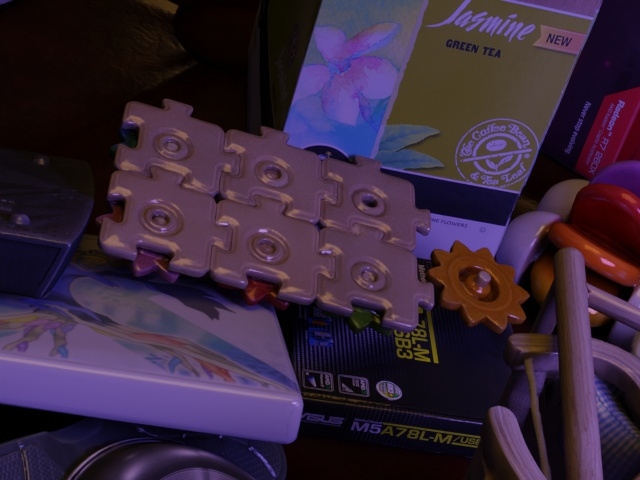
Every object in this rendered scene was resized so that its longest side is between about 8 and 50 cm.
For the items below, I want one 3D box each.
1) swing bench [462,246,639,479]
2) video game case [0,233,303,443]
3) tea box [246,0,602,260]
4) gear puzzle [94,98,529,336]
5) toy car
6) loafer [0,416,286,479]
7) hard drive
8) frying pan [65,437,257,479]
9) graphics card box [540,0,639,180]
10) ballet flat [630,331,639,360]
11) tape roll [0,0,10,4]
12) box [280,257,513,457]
[{"bbox_3d":[0.140,0.188,0.820,0.165,0.253,0.255,25,36,10],"label":"swing bench"},{"bbox_3d":[-0.189,0.044,0.969,0.329,0.036,0.300,10,14,-10],"label":"video game case"},{"bbox_3d":[0.071,-0.194,1.239,0.220,0.323,0.329,10,37,-10],"label":"tea box"},{"bbox_3d":[0.000,0.000,1.070,0.339,0.044,0.175,15,43,-13],"label":"gear puzzle"},{"bbox_3d":[0.253,-0.004,1.221,0.159,0.136,0.182,32,38,20],"label":"toy car"},{"bbox_3d":[-0.138,0.156,0.891,0.267,0.084,0.096,-3,64,-49],"label":"loafer"},{"bbox_3d":[-0.248,-0.023,0.999,0.172,0.054,0.255,10,13,-10],"label":"hard drive"},{"bbox_3d":[-0.098,0.229,0.776,0.197,0.053,0.326,50,35,-4],"label":"frying pan"},{"bbox_3d":[0.198,-0.246,1.439,0.371,0.233,0.094,36,40,23],"label":"graphics card box"},{"bbox_3d":[0.301,0.083,1.092,0.139,0.139,0.400,29,45,16],"label":"ballet flat"},{"bbox_3d":[-0.457,-0.358,1.417,0.392,0.072,0.392,17,33,-11],"label":"tape roll"},{"bbox_3d":[0.062,0.082,1.107,0.184,0.045,0.191,8,37,-9],"label":"box"}]
